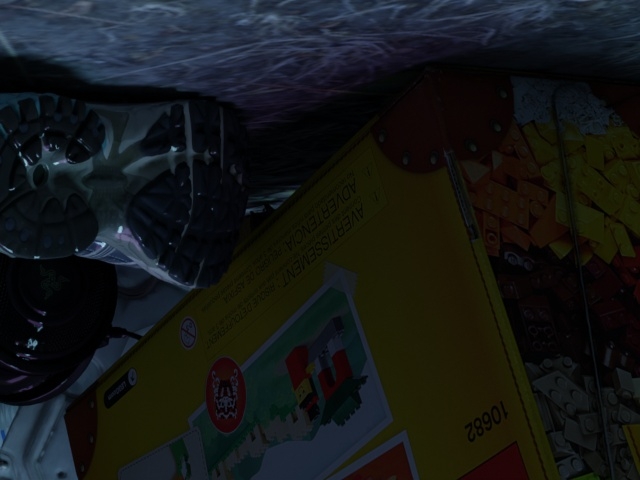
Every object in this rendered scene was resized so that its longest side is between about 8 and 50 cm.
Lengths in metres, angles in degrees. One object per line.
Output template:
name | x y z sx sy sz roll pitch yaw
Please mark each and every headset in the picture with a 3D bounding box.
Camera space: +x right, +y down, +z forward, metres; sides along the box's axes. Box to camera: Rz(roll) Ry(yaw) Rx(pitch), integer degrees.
headset | -0.221 0.023 1.417 0.394 0.185 0.243 12 165 -9

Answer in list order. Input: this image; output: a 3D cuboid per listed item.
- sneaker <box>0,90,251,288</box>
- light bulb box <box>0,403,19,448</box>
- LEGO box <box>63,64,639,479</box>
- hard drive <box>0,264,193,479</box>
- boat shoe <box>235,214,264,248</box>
sneaker | -0.142 -0.042 1.061 0.122 0.110 0.283 11 179 30
light bulb box | -0.415 0.204 1.637 0.225 0.358 0.361 -11 172 25
LEGO box | 0.056 0.177 1.186 0.193 0.372 0.500 1 153 -35
hard drive | -0.078 0.165 1.553 0.339 0.237 0.064 24 170 1
boat shoe | 0.000 0.000 1.511 0.170 0.063 0.059 1 180 42
